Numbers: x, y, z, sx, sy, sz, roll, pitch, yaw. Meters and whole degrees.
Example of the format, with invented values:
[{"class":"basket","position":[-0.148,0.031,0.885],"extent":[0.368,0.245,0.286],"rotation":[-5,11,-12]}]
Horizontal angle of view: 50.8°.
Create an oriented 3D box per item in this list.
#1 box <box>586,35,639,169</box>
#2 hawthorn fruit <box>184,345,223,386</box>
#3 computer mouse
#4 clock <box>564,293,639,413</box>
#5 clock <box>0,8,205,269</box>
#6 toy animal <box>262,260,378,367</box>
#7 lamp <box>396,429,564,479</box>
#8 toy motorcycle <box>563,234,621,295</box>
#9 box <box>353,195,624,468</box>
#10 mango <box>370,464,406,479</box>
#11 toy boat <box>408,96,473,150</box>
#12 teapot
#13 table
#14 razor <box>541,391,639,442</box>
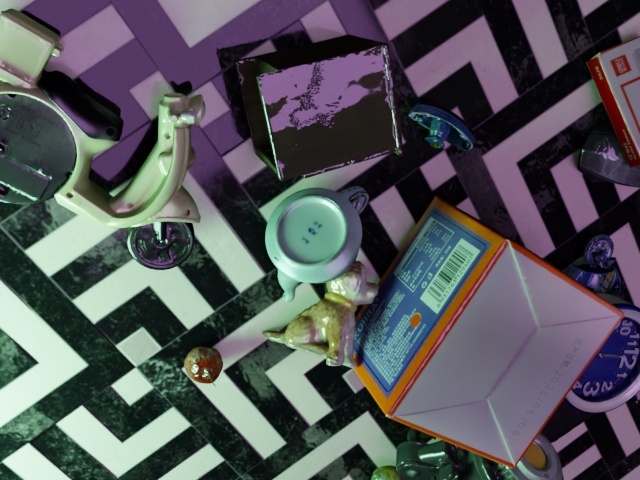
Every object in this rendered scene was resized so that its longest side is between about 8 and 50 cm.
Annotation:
[{"class":"box","position":[0.584,-0.249,1.224],"extent":[0.123,0.050,0.229],"rotation":[-24,94,-7]},{"class":"hawthorn fruit","position":[-0.198,0.222,1.161],"extent":[0.067,0.103,0.066],"rotation":[-4,103,-16]},{"class":"computer mouse","position":[0.597,-0.157,1.299],"extent":[0.231,0.071,0.126],"rotation":[8,108,-22]},{"class":"clock","position":[0.542,0.220,1.318],"extent":[0.231,0.083,0.230],"rotation":[-6,108,-18]},{"class":"clock","position":[-0.318,-0.133,0.972],"extent":[0.379,0.120,0.276],"rotation":[25,106,-25]},{"class":"toy animal","position":[-0.002,0.112,1.192],"extent":[0.104,0.184,0.185],"rotation":[22,84,-66]},{"class":"lamp","position":[0.356,0.487,1.355],"extent":[0.272,0.205,0.374],"rotation":[-32,121,33]},{"class":"toy motorcycle","position":[0.530,0.112,1.374],"extent":[0.136,0.092,0.254],"rotation":[31,97,-28]},{"class":"box","position":[0.272,0.159,1.212],"extent":[0.319,0.257,0.348],"rotation":[27,100,-28]},{"class":"mango","position":[0.146,0.624,1.426],"extent":[0.193,0.146,0.316],"rotation":[0,97,-20]},{"class":"toy boat","position":[0.206,-0.191,1.156],"extent":[0.137,0.060,0.060],"rotation":[31,77,-30]},{"class":"teapot","position":[0.000,0.000,1.130],"extent":[0.159,0.159,0.232],"rotation":[41,84,-28]},{"class":"table","position":[-0.005,-0.199,1.020],"extent":[0.193,0.169,0.172],"rotation":[-17,115,-13]},{"class":"razor","position":[0.558,0.311,1.454],"extent":[0.327,0.107,0.189],"rotation":[-23,115,-9]}]
